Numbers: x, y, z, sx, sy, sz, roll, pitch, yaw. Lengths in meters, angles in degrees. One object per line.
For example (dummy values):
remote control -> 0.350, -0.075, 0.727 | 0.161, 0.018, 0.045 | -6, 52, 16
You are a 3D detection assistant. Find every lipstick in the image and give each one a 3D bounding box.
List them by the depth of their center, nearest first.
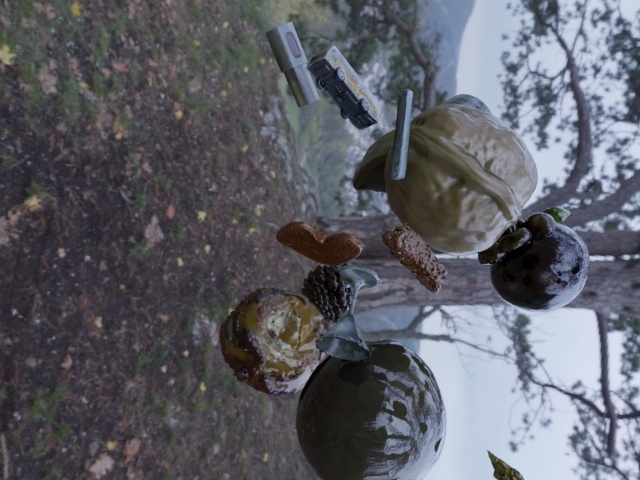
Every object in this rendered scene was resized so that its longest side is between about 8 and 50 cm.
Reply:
lipstick -> -0.086, -0.554, 1.752 | 0.079, 0.077, 0.252 | -34, 110, -35

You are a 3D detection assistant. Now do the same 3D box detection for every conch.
conch -> 0.832, -0.082, 1.945 | 0.089, 0.121, 0.074 | 50, -22, 47

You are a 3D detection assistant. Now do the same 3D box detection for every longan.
longan -> 0.115, 0.417, 1.258 | 0.404, 0.336, 0.404 | 7, 90, -72

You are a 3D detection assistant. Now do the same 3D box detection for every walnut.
walnut -> 0.342, -0.155, 1.387 | 0.381, 0.382, 0.381 | 11, 90, -79

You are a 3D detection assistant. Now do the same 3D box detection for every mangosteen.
mangosteen -> 0.665, 0.056, 1.731 | 0.307, 0.347, 0.307 | -41, -169, 9

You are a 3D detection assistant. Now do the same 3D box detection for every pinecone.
pinecone -> 0.035, 0.170, 1.870 | 0.205, 0.179, 0.184 | -26, 133, -47

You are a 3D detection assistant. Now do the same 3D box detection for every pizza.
pizza -> 0.430, 0.551, 1.319 | 0.026, 0.108, 0.123 | -35, 165, -23

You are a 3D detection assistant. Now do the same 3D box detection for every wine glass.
wine glass -> 0.065, 0.152, 1.165 | 0.122, 0.122, 0.182 | 84, 19, -55

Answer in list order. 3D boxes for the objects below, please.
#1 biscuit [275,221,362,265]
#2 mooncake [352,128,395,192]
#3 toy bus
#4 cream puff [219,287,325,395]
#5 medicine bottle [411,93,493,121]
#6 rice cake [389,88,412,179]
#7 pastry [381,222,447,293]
biscuit -> 0.000, 0.000, 1.392 | 0.186, 0.192, 0.036 | -31, -144, 57
mooncake -> 0.320, -0.171, 1.790 | 0.246, 0.394, 0.394 | -68, 154, -44
toy bus -> 0.075, -0.448, 1.623 | 0.268, 0.092, 0.106 | 44, 50, -32
cream puff -> -0.155, 0.313, 1.703 | 0.229, 0.350, 0.350 | -42, -160, 47
medicine bottle -> 0.461, -0.370, 1.953 | 0.232, 0.238, 0.237 | -35, 146, -26
rice cake -> 0.185, -0.242, 1.255 | 0.033, 0.033, 0.207 | -3, 101, -50
pastry -> 0.192, 0.033, 1.081 | 0.063, 0.169, 0.087 | -47, -157, -5
